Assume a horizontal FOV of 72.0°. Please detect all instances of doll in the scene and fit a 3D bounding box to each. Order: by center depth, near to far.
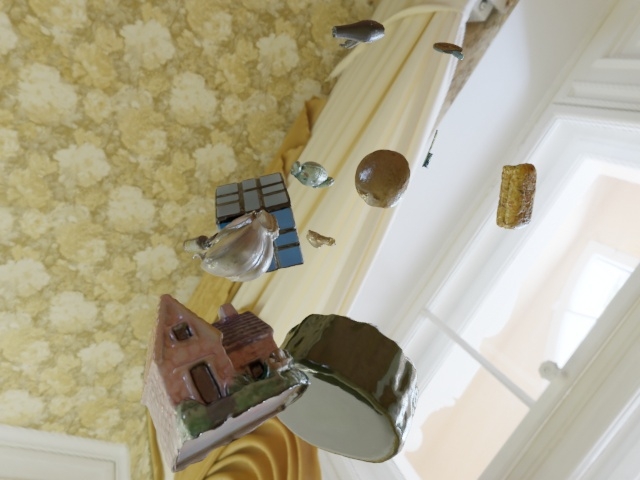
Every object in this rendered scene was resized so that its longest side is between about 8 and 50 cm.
[{"bbox_3d":[-0.034,-0.246,1.638,0.214,0.104,0.071,18,-122,-48],"label":"doll"}]

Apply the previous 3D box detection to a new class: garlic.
[{"bbox_3d":[-0.260,0.018,1.353,0.237,0.292,0.210,55,-175,35],"label":"garlic"}]

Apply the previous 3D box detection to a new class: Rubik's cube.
[{"bbox_3d":[-0.237,-0.060,1.691,0.293,0.284,0.288,-116,12,-57],"label":"Rubik's cube"}]

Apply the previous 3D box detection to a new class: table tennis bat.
[{"bbox_3d":[0.452,-0.662,1.531,0.100,0.019,0.155,-6,-139,-13],"label":"table tennis bat"}]

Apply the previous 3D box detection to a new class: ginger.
[{"bbox_3d":[0.000,0.006,2.184,0.166,0.067,0.096,21,137,24],"label":"ginger"}]

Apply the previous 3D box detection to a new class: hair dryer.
[{"bbox_3d":[0.126,-0.876,1.923,0.236,0.091,0.272,-11,-174,-19],"label":"hair dryer"}]

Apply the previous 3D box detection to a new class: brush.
[{"bbox_3d":[0.499,-0.407,1.974,0.030,0.178,0.033,25,-168,25],"label":"brush"}]

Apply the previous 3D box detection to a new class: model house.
[{"bbox_3d":[-0.179,0.206,0.742,0.237,0.202,0.237,-19,-119,-32],"label":"model house"}]

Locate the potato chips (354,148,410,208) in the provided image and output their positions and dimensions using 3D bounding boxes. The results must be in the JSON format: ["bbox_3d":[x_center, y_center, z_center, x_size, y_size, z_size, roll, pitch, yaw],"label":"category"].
[{"bbox_3d":[0.215,-0.214,1.475,0.195,0.208,0.062,52,176,4],"label":"potato chips"}]

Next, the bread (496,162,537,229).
[{"bbox_3d":[0.626,-0.141,1.402,0.114,0.210,0.083,-9,-164,-29],"label":"bread"}]

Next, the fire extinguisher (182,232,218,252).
[{"bbox_3d":[-0.579,-0.001,2.143,0.075,0.106,0.252,34,153,-32],"label":"fire extinguisher"}]

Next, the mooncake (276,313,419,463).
[{"bbox_3d":[0.050,0.342,1.033,0.357,0.356,0.194,34,-135,5],"label":"mooncake"}]
